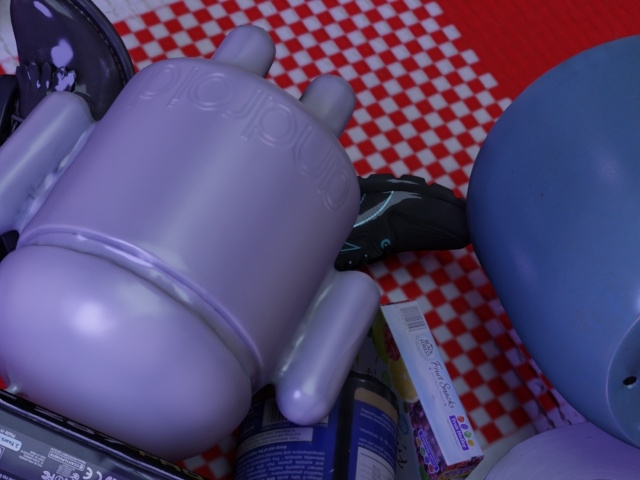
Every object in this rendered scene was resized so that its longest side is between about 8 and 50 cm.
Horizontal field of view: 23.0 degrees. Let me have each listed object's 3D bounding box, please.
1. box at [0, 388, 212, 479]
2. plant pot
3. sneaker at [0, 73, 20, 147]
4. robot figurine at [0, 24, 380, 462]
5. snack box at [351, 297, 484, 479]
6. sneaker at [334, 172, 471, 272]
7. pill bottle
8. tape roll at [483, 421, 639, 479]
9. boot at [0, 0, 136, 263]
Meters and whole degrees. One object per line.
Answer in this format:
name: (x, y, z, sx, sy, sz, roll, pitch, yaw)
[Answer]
box: (-0.150, 0.286, 0.969, 0.395, 0.097, 0.318, 24, 84, -8)
plant pot: (0.277, 0.025, 1.202, 0.293, 0.293, 0.235, 6, 35, -13)
sneaker: (-0.292, -0.031, 1.259, 0.097, 0.084, 0.235, 0, 58, 26)
robot figurine: (-0.103, 0.011, 1.122, 0.300, 0.200, 0.353, 29, 61, 1)
snack box: (0.070, 0.131, 1.232, 0.037, 0.100, 0.141, -10, 62, -23)
sneaker: (0.000, 0.000, 1.312, 0.267, 0.101, 0.106, 3, 73, -8)
pill bottle: (-0.008, 0.210, 1.147, 0.122, 0.123, 0.219, 12, 57, -9)
tape roll: (0.215, 0.250, 1.201, 0.219, 0.072, 0.219, 5, 52, -7)
boot: (-0.231, -0.053, 1.180, 0.229, 0.091, 0.263, -34, 112, -48)
